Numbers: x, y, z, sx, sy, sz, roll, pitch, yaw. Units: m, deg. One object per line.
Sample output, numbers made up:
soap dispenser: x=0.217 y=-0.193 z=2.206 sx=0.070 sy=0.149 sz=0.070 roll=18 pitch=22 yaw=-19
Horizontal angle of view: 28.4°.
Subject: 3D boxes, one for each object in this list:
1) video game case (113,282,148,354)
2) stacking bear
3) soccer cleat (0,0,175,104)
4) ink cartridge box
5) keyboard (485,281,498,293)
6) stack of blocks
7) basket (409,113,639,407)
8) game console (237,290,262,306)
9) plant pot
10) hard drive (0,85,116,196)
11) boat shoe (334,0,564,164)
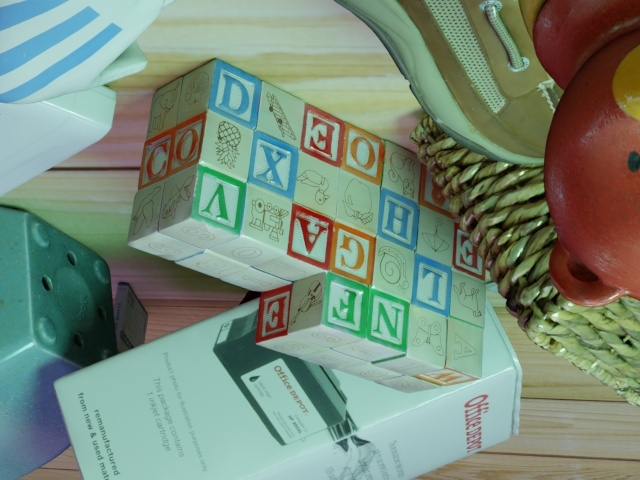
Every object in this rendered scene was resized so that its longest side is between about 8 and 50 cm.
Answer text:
video game case: x=-0.225 y=0.146 z=1.437 sx=0.015 sy=0.166 sz=0.119 roll=4 pitch=159 yaw=5
stacking bear: x=0.145 y=-0.113 z=0.495 sx=0.176 sy=0.288 sz=0.164 roll=1 pitch=158 yaw=13
soccer cleat: x=-0.136 y=-0.179 z=0.686 sx=0.143 sy=0.116 sz=0.331 roll=-8 pitch=164 yaw=-18
ink cartridge box: x=-0.017 y=0.167 z=1.235 sx=0.395 sy=0.166 sz=0.285 roll=-22 pitch=158 yaw=-2
keyboard: x=0.291 y=0.075 z=1.336 sx=0.256 sy=0.014 sz=0.072 roll=20 pitch=160 yaw=-31
stack of blocks: x=0.000 y=0.000 z=0.995 sx=0.297 sy=0.171 sz=0.087 roll=23 pitch=153 yaw=-35
basket: x=0.250 y=-0.025 z=0.972 sx=0.213 sy=0.223 sz=0.299 roll=-40 pitch=140 yaw=17
game console: x=-0.035 y=0.078 z=1.334 sx=0.085 sy=0.124 sz=0.144 roll=38 pitch=152 yaw=-6
plant pot: x=-0.346 y=0.099 z=1.270 sx=0.252 sy=0.247 sz=0.247 roll=-20 pitch=150 yaw=18
hard drive: x=-0.364 y=-0.125 z=0.942 sx=0.353 sy=0.047 sz=0.233 roll=20 pitch=155 yaw=-34
boat shoe: x=0.097 y=-0.139 z=0.683 sx=0.120 sy=0.122 sz=0.324 roll=-12 pitch=154 yaw=32
